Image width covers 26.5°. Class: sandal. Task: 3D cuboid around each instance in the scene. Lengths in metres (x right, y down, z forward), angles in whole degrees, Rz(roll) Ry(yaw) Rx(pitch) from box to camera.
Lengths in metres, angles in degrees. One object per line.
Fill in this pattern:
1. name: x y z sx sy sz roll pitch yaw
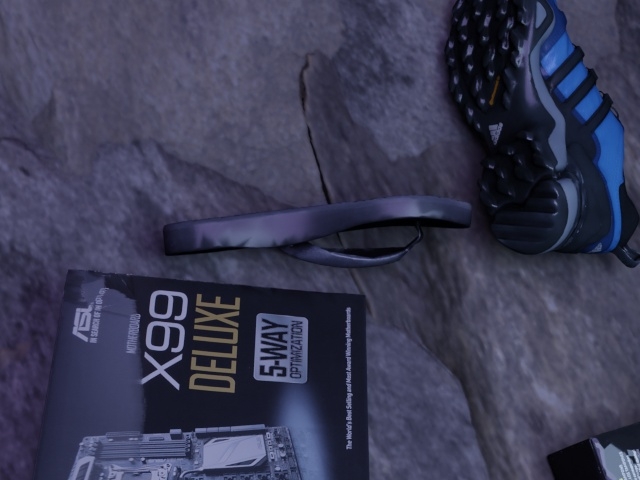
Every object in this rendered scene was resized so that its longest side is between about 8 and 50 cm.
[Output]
1. sandal: -0.001 0.000 1.127 0.254 0.097 0.055 -7 87 1

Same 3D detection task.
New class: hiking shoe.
1. hiking shoe: 0.195 -0.120 1.189 0.132 0.113 0.304 12 64 -36

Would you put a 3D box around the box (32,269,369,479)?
1. box: -0.087 0.168 1.008 0.242 0.077 0.307 6 48 -6

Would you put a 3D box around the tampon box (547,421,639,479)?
1. tampon box: 0.285 0.192 1.088 0.161 0.120 0.102 -14 76 -11
